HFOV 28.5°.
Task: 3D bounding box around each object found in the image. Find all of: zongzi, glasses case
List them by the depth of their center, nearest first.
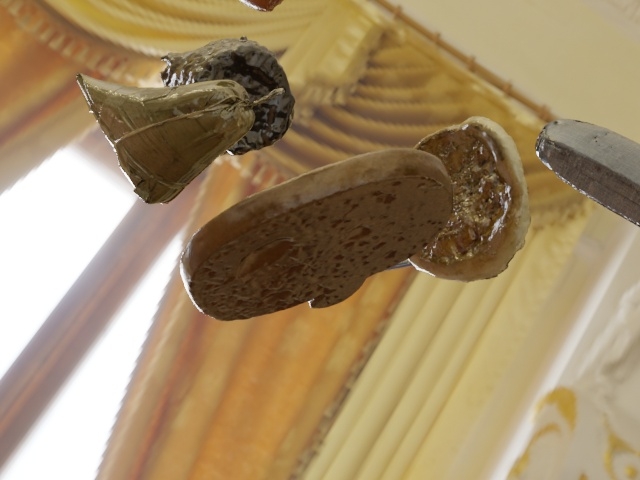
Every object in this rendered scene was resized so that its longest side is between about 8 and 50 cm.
[{"bbox_3d":[-0.156,-0.155,1.298,0.189,0.081,0.178,-39,-104,25],"label":"zongzi"},{"bbox_3d":[0.369,-0.056,1.415,0.282,0.109,0.067,36,-55,26],"label":"glasses case"}]

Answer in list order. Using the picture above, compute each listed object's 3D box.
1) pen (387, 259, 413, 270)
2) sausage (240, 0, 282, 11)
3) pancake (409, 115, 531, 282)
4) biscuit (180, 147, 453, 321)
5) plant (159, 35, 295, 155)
[{"bbox_3d":[0.144,0.051,2.617,0.025,0.204,0.025,10,-77,46],"label":"pen"},{"bbox_3d":[-0.109,-0.343,1.413,0.197,0.076,0.076,48,-24,1],"label":"sausage"},{"bbox_3d":[0.218,-0.061,1.963,0.049,0.282,0.282,12,-6,-40],"label":"pancake"},{"bbox_3d":[0.000,-0.001,1.644,0.314,0.367,0.063,69,-1,-64],"label":"biscuit"},{"bbox_3d":[-0.142,-0.220,1.915,0.178,0.204,0.234,68,-11,-20],"label":"plant"}]
